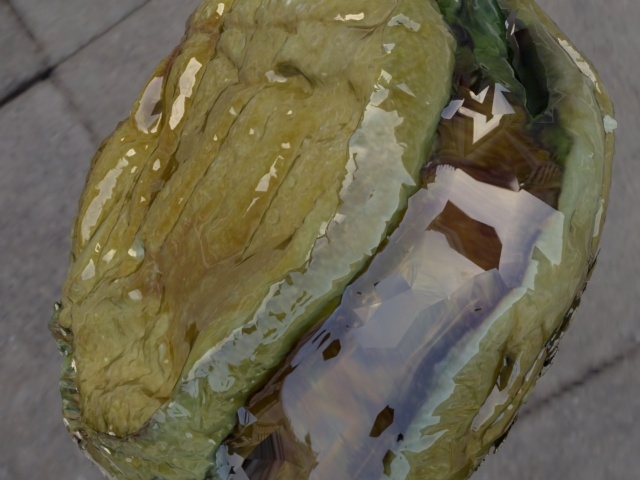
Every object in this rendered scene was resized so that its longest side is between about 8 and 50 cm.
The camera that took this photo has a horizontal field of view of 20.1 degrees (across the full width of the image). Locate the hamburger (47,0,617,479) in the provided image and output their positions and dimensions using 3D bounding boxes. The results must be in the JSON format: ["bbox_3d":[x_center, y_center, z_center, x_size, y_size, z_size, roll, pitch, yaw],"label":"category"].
[{"bbox_3d":[0.001,-0.002,0.759,0.134,0.285,0.265,24,109,-24],"label":"hamburger"}]
